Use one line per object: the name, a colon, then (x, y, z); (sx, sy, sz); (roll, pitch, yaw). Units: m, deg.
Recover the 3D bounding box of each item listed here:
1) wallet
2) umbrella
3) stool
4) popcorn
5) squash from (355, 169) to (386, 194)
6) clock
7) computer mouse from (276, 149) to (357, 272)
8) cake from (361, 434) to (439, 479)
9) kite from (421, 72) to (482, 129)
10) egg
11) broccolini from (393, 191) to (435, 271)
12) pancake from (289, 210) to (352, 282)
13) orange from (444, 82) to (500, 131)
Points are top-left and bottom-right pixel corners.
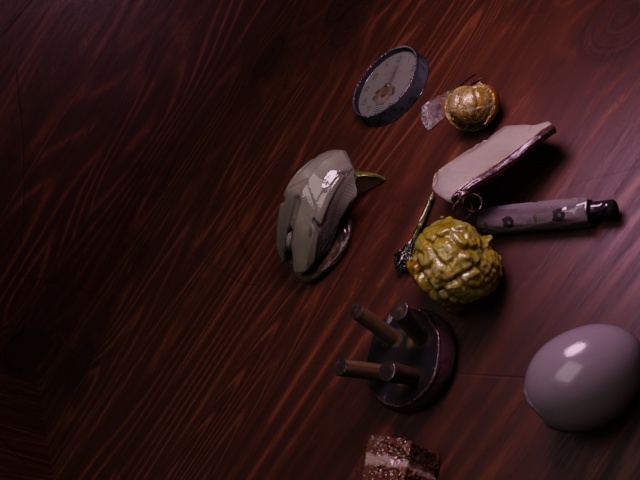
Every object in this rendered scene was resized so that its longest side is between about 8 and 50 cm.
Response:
wallet: (0.430, -0.199, 1.533); (0.335, 0.068, 0.275); (-38, 19, 0)
umbrella: (0.529, -0.059, 1.404); (0.337, 0.067, 0.073); (-4, 73, 47)
stool: (0.181, 0.277, 1.471); (0.272, 0.178, 0.272); (-31, 44, 35)
popcorn: (0.317, 0.059, 1.463); (0.251, 0.206, 0.237); (-31, 57, 49)
squash: (0.058, -0.167, 2.007); (0.289, 0.111, 0.203); (21, 83, 52)
clock: (0.244, -0.552, 2.108); (0.312, 0.061, 0.312); (-30, 45, 34)
computer mouse: (-0.035, -0.103, 1.906); (0.228, 0.145, 0.429); (36, 108, 41)
cake: (0.175, 0.531, 1.331); (0.135, 0.134, 0.147); (-11, 50, 48)
kite: (0.410, -0.453, 1.878); (0.229, 0.016, 0.127); (-38, 44, 27)
egg: (0.499, 0.254, 1.113); (0.232, 0.176, 0.176); (-48, 37, 10)
broccolini: (0.281, -0.021, 1.708); (0.254, 0.071, 0.057); (-62, -6, -16)
pancake: (0.000, 0.000, 2.001); (0.294, 0.049, 0.294); (-30, 46, 37)
orange: (0.435, -0.380, 1.688); (0.156, 0.156, 0.134); (-5, 102, 48)
